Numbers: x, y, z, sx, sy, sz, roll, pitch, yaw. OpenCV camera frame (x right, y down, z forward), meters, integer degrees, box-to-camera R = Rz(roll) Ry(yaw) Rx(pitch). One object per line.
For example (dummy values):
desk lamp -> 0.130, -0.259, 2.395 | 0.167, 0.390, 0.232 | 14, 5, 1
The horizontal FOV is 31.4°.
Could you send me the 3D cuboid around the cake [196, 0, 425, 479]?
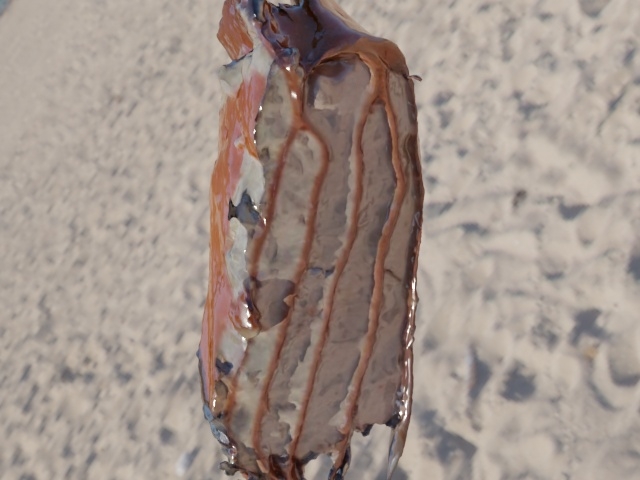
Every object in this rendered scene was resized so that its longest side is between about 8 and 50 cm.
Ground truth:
cake -> -0.007, 0.001, 0.550 | 0.135, 0.098, 0.287 | -167, 74, -72
